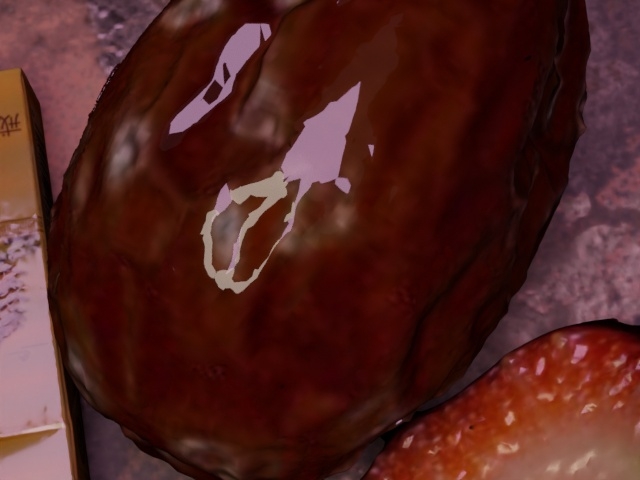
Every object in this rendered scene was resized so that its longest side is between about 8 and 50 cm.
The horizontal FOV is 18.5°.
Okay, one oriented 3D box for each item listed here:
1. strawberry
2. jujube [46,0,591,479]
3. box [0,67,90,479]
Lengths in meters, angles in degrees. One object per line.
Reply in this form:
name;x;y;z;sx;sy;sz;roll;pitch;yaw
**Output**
strawberry;0.120;0.187;1.172;0.306;0.138;0.233;-26;54;20
jujube;0.004;-0.038;1.140;0.276;0.276;0.377;25;75;8
box;-0.249;0.041;1.230;0.174;0.076;0.274;-10;75;0
